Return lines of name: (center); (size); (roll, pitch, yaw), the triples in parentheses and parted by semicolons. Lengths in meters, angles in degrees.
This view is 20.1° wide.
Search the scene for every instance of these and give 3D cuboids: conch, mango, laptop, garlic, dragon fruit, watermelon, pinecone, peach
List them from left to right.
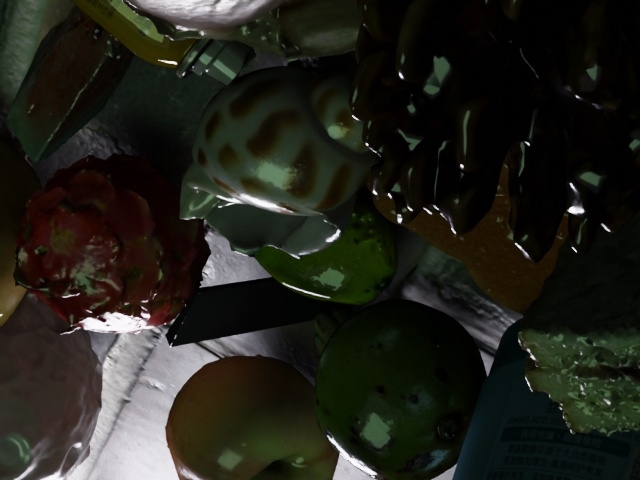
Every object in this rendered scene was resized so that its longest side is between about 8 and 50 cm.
watermelon: (-0.229, -0.190, 1.789); (0.094, 0.154, 0.241); (37, 131, -8)
dragon fruit: (-0.218, 0.011, 1.968); (0.205, 0.210, 0.268); (8, 162, 15)
peach: (-0.085, 0.233, 2.162); (0.232, 0.232, 0.232); (21, 145, 16)
laptop: (-0.062, 0.066, 1.954); (0.135, 0.197, 0.016); (-55, 50, 55)
garlic: (-0.043, -0.235, 1.505); (0.237, 0.210, 0.292); (43, 154, -5)
conch: (-0.025, -0.087, 1.724); (0.183, 0.149, 0.275); (31, 155, -36)
mango: (0.000, 0.000, 1.864); (0.178, 0.100, 0.119); (21, 103, 24)
pinecone: (0.193, -0.175, 1.259); (0.397, 0.398, 0.398); (21, 145, 16)

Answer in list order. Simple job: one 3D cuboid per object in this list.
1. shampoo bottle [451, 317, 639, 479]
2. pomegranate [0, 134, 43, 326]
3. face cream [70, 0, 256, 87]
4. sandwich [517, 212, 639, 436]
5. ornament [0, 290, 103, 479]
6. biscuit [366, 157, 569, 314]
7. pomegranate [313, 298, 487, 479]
shampoo bottle: (0.281, 0.292, 1.743); (0.331, 0.343, 0.331); (17, 153, 9)
pomegranate: (-0.460, -0.019, 2.030); (0.319, 0.319, 0.319); (21, 145, 16)
face cream: (-0.205, -0.266, 1.650); (0.348, 0.105, 0.105); (39, 146, -2)
sandwich: (0.346, 0.027, 1.474); (0.325, 0.262, 0.131); (-4, 130, 42)
ornament: (-0.449, 0.203, 2.284); (0.337, 0.337, 0.337); (21, 145, 16)
biscuit: (0.204, -0.004, 1.739); (0.334, 0.047, 0.202); (36, 147, -8)
pomegranate: (0.073, 0.151, 1.942); (0.248, 0.202, 0.202); (39, 162, 51)
